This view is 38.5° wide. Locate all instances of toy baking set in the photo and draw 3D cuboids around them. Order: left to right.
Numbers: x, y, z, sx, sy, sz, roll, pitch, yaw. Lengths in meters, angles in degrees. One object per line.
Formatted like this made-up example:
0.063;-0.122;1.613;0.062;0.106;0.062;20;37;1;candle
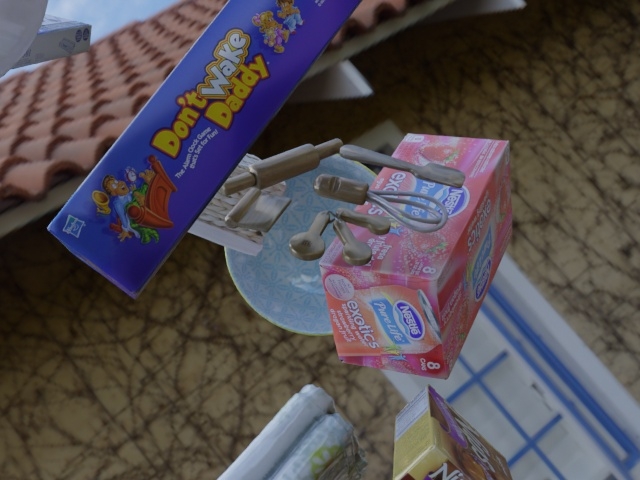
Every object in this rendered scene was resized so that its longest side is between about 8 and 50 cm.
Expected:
0.023;-0.045;0.976;0.256;0.197;0.030;-27;-40;-33;toy baking set

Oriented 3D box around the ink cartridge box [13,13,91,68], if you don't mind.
-0.424;-0.290;1.315;0.207;0.097;0.046;-49;-28;-66;ink cartridge box

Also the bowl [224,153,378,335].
0.000;0.000;1.490;0.289;0.289;0.156;-42;-1;8;bowl

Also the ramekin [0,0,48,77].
-0.405;-0.264;0.855;0.277;0.277;0.135;-41;11;2;ramekin

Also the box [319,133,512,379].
0.129;0.009;1.121;0.300;0.142;0.154;-54;-37;-46;box

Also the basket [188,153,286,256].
-0.138;-0.068;1.130;0.103;0.167;0.113;-61;27;11;basket

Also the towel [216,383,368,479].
-0.093;0.337;1.013;0.374;0.090;0.320;-48;-19;-12;towel

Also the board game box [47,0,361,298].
-0.081;-0.113;0.772;0.347;0.078;0.233;-54;7;-11;board game box

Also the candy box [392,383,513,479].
0.119;0.203;0.809;0.053;0.109;0.186;-47;0;9;candy box
